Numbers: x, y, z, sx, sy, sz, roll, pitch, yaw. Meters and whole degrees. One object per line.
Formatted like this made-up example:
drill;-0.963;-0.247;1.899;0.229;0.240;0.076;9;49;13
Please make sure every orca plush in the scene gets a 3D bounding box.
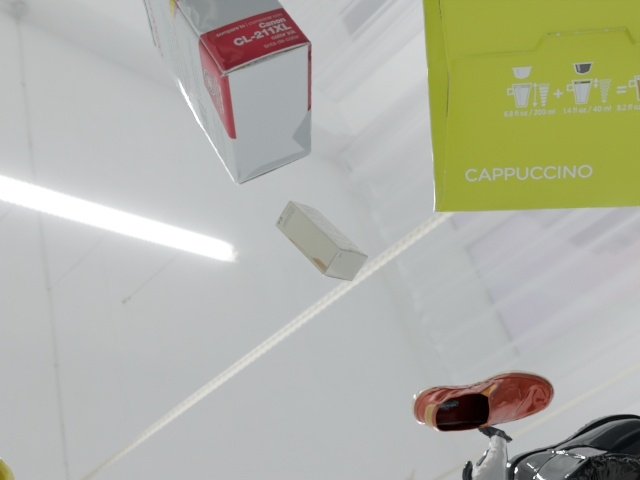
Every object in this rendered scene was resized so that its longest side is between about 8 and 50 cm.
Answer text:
orca plush;0.347;0.541;1.573;0.151;0.102;0.287;34;-140;-17

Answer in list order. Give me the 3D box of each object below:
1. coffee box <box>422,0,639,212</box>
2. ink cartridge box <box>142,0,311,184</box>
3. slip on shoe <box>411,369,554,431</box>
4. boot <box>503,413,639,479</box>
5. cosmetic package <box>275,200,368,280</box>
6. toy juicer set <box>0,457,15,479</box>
coffee box;0.307;-0.250;0.887;0.334;0.337;0.338;-67;-28;-62
ink cartridge box;-0.078;-0.155;0.565;0.175;0.072;0.127;57;163;27
slip on shoe;0.368;0.362;1.545;0.101;0.331;0.123;-146;53;-74
boot;0.387;0.305;0.936;0.207;0.246;0.094;129;126;-78
cosmetic package;0.000;0.000;0.889;0.060;0.041;0.115;16;-158;-46
toy juicer set;-0.207;0.233;0.386;0.329;0.089;0.209;41;-176;31
